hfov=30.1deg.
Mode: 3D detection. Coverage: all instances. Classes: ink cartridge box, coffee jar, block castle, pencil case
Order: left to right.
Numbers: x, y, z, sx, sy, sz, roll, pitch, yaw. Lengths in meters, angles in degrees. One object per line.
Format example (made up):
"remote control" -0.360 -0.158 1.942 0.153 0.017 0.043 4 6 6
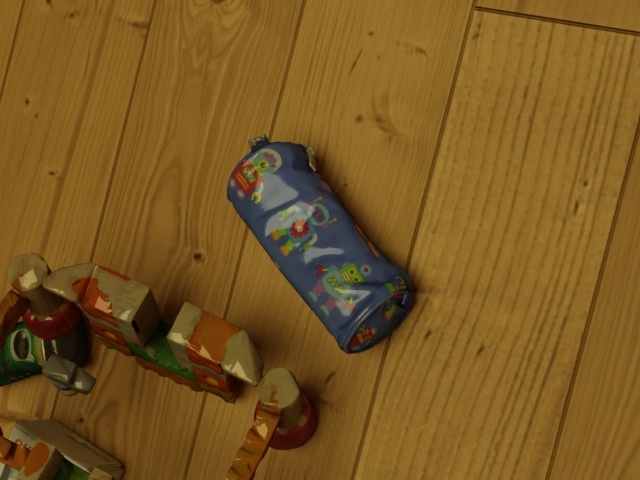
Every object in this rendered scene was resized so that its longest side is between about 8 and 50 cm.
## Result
"coffee jar" -0.435 0.161 1.782 0.184 0.079 0.096 -13 77 25
"ink cartridge box" -0.405 0.393 1.740 0.158 0.092 0.218 26 95 26
"block castle" -0.258 0.234 1.560 0.453 0.213 0.303 23 69 12
"pencil case" 0.000 0.000 1.563 0.133 0.119 0.306 -40 69 8
